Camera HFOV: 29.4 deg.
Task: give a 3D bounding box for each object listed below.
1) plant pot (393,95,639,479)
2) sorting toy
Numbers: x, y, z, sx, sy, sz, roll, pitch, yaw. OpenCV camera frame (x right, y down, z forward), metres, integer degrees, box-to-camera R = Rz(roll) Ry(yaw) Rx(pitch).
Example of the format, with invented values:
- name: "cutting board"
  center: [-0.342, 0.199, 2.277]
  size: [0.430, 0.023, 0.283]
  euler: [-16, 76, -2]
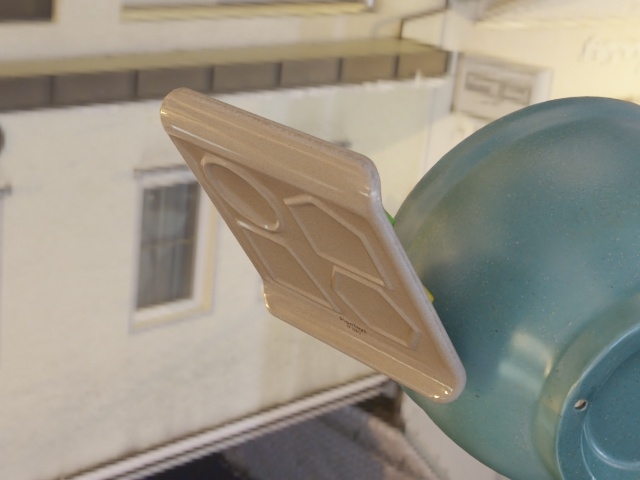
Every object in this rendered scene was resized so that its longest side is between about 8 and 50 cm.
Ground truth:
- name: "plant pot"
  center: [0.205, 0.070, 0.867]
  size: [0.293, 0.293, 0.196]
  euler: [0, -152, -19]
- name: "sorting toy"
  center: [0.000, 0.000, 0.788]
  size: [0.193, 0.208, 0.038]
  euler: [24, -119, 40]
